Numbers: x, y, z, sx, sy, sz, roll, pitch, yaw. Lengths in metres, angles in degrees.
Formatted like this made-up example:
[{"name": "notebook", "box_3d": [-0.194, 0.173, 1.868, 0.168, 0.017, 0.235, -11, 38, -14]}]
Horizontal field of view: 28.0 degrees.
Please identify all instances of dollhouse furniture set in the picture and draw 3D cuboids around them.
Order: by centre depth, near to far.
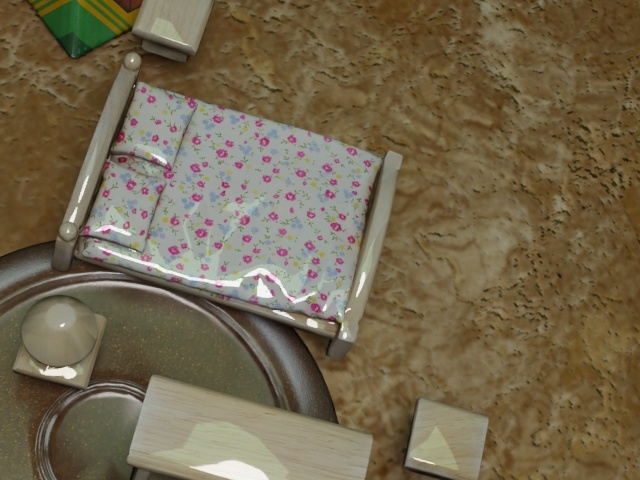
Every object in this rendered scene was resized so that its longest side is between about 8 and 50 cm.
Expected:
[{"name": "dollhouse furniture set", "box_3d": [0.000, 0.000, 0.757, 0.303, 0.174, 0.355, 17, 66, -6]}]

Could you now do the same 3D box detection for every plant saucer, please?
[{"name": "plant saucer", "box_3d": [-0.132, 0.133, 0.795, 0.310, 0.050, 0.311, 5, 67, -10]}]

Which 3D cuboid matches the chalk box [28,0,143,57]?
[{"name": "chalk box", "box_3d": [-0.132, -0.292, 0.833, 0.180, 0.289, 0.179, -33, 79, -22]}]
